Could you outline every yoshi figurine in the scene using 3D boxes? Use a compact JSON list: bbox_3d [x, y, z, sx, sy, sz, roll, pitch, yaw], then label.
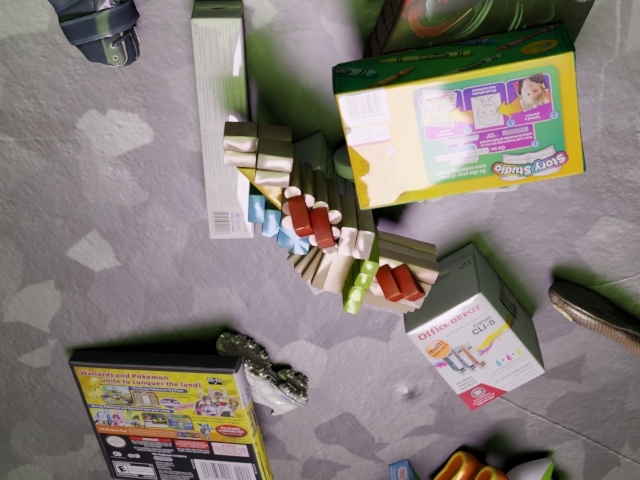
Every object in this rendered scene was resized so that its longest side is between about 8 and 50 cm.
[{"bbox_3d":[0.341,0.496,1.871,0.362,0.203,0.203,32,134,-21],"label":"yoshi figurine"}]

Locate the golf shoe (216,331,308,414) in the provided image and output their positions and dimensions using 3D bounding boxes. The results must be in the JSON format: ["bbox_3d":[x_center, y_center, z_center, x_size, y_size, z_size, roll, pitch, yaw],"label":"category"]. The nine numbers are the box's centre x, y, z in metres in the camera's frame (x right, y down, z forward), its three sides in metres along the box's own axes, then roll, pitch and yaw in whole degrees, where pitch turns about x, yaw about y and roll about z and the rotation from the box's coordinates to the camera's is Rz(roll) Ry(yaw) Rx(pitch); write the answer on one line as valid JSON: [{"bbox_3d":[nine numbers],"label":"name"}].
[{"bbox_3d":[-0.102,0.211,1.751,0.176,0.069,0.086,40,121,-21],"label":"golf shoe"}]

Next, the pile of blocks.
[{"bbox_3d":[0.000,0.000,1.456,0.362,0.112,0.149,38,113,-22],"label":"pile of blocks"}]

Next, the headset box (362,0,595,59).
[{"bbox_3d":[0.187,-0.255,1.416,0.218,0.110,0.293,16,122,-11],"label":"headset box"}]

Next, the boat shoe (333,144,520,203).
[{"bbox_3d":[0.146,-0.088,1.532,0.258,0.095,0.084,-2,124,-1],"label":"boat shoe"}]

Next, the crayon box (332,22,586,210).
[{"bbox_3d":[0.165,-0.144,1.373,0.278,0.081,0.165,-9,125,7],"label":"crayon box"}]

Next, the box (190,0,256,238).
[{"bbox_3d":[-0.123,-0.151,1.514,0.067,0.063,0.324,-2,123,1],"label":"box"}]

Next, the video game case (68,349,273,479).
[{"bbox_3d":[-0.225,0.276,1.772,0.275,0.035,0.248,0,125,18],"label":"video game case"}]

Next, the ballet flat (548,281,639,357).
[{"bbox_3d":[0.427,0.131,1.689,0.250,0.084,0.058,24,119,-21],"label":"ballet flat"}]

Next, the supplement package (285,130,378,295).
[{"bbox_3d":[-0.004,-0.036,1.563,0.105,0.105,0.179,-24,120,16],"label":"supplement package"}]

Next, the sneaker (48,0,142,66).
[{"bbox_3d":[-0.223,-0.303,1.393,0.226,0.086,0.163,-15,112,21],"label":"sneaker"}]

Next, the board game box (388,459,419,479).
[{"bbox_3d":[0.172,0.482,1.868,0.039,0.160,0.211,-22,121,12],"label":"board game box"}]

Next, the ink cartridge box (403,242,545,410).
[{"bbox_3d":[0.214,0.122,1.652,0.128,0.127,0.176,-32,117,20],"label":"ink cartridge box"}]
